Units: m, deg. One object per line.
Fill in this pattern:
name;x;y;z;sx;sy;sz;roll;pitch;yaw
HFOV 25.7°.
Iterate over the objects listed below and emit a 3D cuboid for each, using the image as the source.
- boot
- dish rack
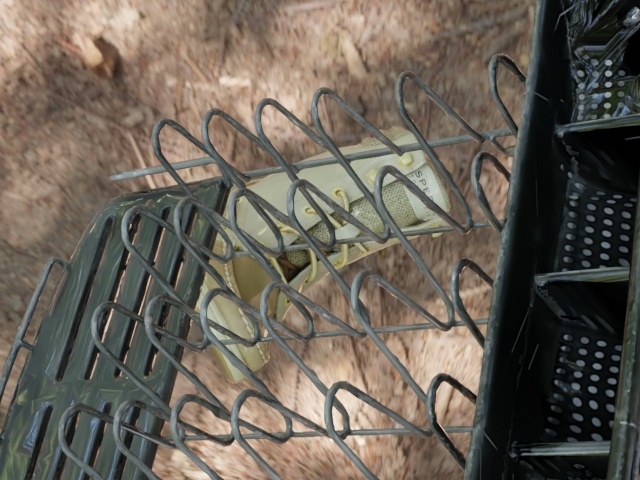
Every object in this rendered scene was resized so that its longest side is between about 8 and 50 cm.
boot;0.000;0.000;1.056;0.203;0.262;0.095;-18;111;4
dish rack;-0.013;0.033;0.445;0.271;0.074;0.208;-8;53;33
